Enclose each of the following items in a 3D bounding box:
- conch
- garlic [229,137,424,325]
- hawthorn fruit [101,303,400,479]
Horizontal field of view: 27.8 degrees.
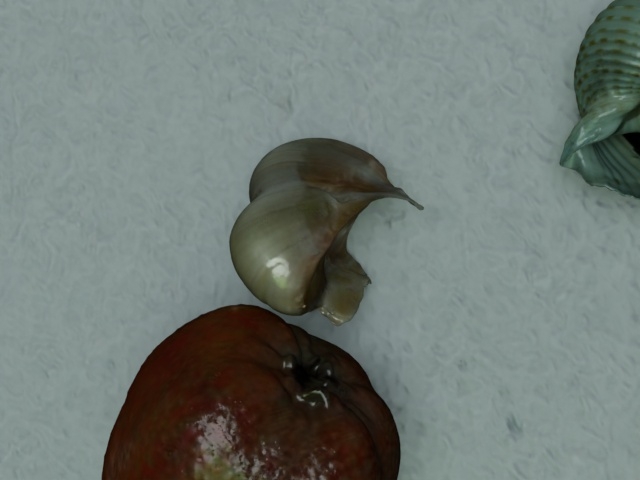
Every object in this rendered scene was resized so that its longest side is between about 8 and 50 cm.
[{"bbox_3d":[0.250,-0.109,0.950,0.135,0.102,0.153,31,110,25],"label":"conch"},{"bbox_3d":[-0.004,-0.011,0.961,0.124,0.174,0.099,33,124,-1],"label":"garlic"},{"bbox_3d":[-0.071,0.182,0.935,0.210,0.210,0.262,43,111,8],"label":"hawthorn fruit"}]
